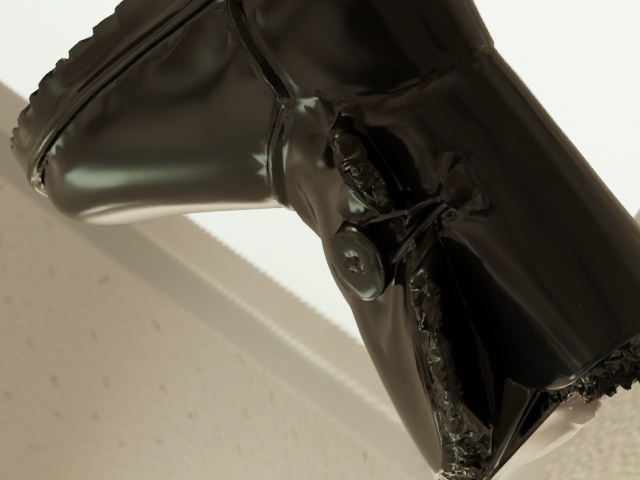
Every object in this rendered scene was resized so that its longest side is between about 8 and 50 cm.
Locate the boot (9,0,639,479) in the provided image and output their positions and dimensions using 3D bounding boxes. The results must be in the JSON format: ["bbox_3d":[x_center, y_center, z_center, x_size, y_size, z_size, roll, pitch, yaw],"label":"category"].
[{"bbox_3d":[0.000,0.000,0.630,0.094,0.246,0.207,-23,-99,-40],"label":"boot"}]
